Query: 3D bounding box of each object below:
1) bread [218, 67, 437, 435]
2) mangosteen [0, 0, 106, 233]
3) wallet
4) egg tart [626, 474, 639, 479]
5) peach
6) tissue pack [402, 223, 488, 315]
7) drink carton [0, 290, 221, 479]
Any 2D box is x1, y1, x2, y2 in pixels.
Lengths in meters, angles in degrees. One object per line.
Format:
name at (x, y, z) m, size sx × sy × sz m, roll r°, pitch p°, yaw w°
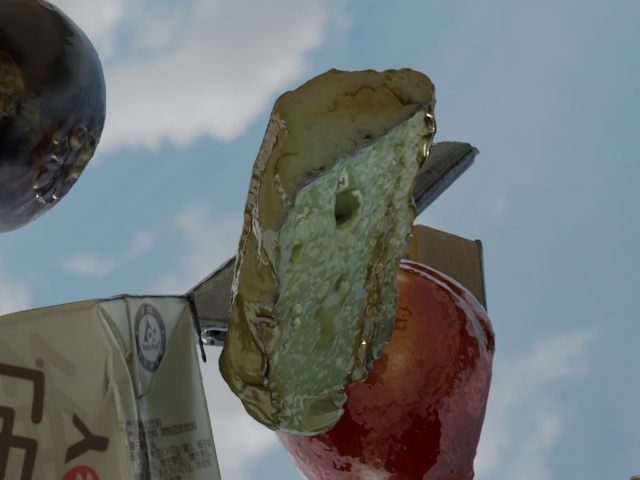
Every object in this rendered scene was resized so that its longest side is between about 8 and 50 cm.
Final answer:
bread at (-0.005, 0.008, 1.116) m, size 0.088 × 0.232 × 0.128 m, roll 32°, pitch -132°, yaw 24°
mangosteen at (-0.270, -0.108, 1.464) m, size 0.217 × 0.192 × 0.192 m, roll 29°, pitch -125°, yaw 15°
wallet at (0.000, 0.000, 2.116) m, size 0.191 × 0.046 × 0.379 m, roll -2°, pitch -150°, yaw 42°
egg tart at (0.178, 0.323, 1.211) m, size 0.388 × 0.169 × 0.388 m, roll -21°, pitch -120°, yaw 43°
peach at (0.058, 0.117, 1.493) m, size 0.190 × 0.192 × 0.190 m, roll -43°, pitch 180°, yaw 0°
tissue pack at (0.100, 0.086, 1.802) m, size 0.082 × 0.120 × 0.169 m, roll 11°, pitch -135°, yaw -11°
drink carton at (-0.163, 0.208, 1.234) m, size 0.194 × 0.324 × 0.132 m, roll -13°, pitch 174°, yaw 22°
